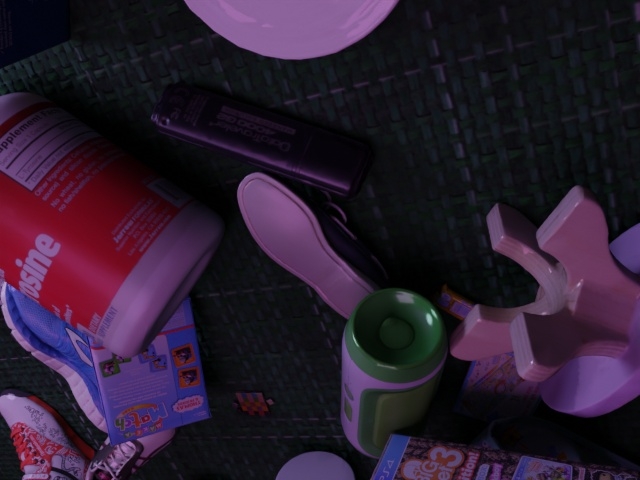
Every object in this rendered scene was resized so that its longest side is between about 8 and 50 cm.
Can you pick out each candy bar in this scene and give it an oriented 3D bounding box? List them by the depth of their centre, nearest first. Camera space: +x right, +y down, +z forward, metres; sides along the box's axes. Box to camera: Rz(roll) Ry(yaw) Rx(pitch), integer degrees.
[{"bbox_3d":[0.223,0.107,0.890,0.162,0.018,0.040,29,127,2],"label":"candy bar"}]

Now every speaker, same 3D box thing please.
[{"bbox_3d":[0.089,0.185,0.875,0.131,0.131,0.296,15,145,12],"label":"speaker"}]

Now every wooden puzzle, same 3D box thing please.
[{"bbox_3d":[-0.113,0.274,1.128,0.083,0.006,0.049,-5,118,24],"label":"wooden puzzle"}]

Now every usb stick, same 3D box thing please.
[{"bbox_3d":[-0.072,-0.125,0.827,0.278,0.077,0.045,20,163,8],"label":"usb stick"}]

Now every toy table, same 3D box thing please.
[{"bbox_3d":[0.268,0.069,0.728,0.161,0.252,0.274,19,117,-11],"label":"toy table"}]

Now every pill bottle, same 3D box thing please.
[{"bbox_3d":[-0.351,-0.044,0.884,0.408,0.229,0.229,34,126,-2],"label":"pill bottle"},{"bbox_3d":[0.003,0.502,1.132,0.162,0.162,0.278,5,121,18],"label":"pill bottle"}]

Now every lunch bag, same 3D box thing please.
[{"bbox_3d":[0.297,0.373,0.933,0.262,0.160,0.223,24,130,0],"label":"lunch bag"}]

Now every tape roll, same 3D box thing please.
[{"bbox_3d":[-0.026,-0.331,0.663,0.286,0.100,0.286,10,124,15],"label":"tape roll"}]

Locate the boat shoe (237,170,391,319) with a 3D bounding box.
[{"bbox_3d":[0.000,0.000,0.871,0.254,0.079,0.095,41,124,-10],"label":"boat shoe"}]

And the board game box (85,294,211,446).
[{"bbox_3d":[-0.266,0.199,1.039,0.160,0.039,0.211,-12,108,-19],"label":"board game box"}]

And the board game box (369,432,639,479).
[{"bbox_3d":[0.214,0.377,0.778,0.291,0.141,0.232,0,120,29],"label":"board game box"}]

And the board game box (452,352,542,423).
[{"bbox_3d":[0.250,0.197,0.919,0.104,0.026,0.154,17,132,10],"label":"board game box"}]

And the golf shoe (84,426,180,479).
[{"bbox_3d":[-0.346,0.381,1.215,0.105,0.120,0.273,37,124,-2],"label":"golf shoe"}]

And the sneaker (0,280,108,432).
[{"bbox_3d":[-0.376,0.154,1.099,0.147,0.130,0.330,-38,99,14],"label":"sneaker"}]

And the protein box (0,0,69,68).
[{"bbox_3d":[-0.402,-0.311,0.753,0.136,0.201,0.199,19,125,9],"label":"protein box"}]

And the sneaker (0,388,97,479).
[{"bbox_3d":[-0.549,0.418,1.297,0.270,0.145,0.090,46,125,-10],"label":"sneaker"}]

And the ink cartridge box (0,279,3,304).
[{"bbox_3d":[-0.583,0.023,1.101,0.208,0.045,0.206,-8,122,-12],"label":"ink cartridge box"}]
